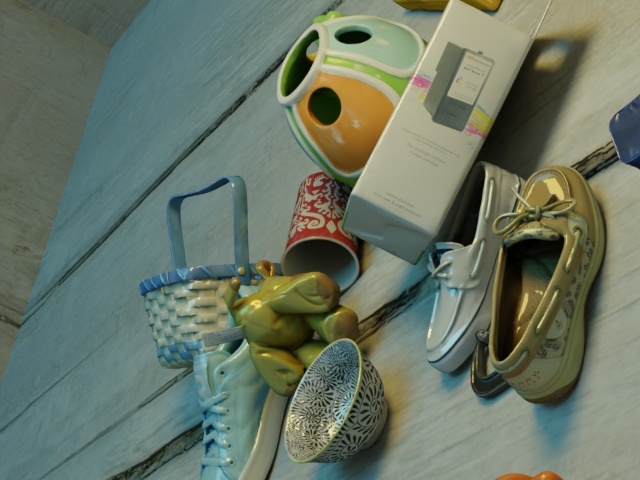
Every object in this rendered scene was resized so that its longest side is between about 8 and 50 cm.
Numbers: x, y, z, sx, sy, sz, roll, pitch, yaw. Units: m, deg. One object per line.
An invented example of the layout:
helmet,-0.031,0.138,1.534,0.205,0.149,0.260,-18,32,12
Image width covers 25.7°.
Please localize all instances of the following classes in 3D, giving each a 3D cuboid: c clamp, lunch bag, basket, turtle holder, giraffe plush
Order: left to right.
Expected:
basket,-0.176,0.055,2.215,0.255,0.201,0.289,-13,84,62
giraffe plush,-0.041,0.105,1.945,0.170,0.210,0.181,-55,-32,-71
turtle holder,0.068,-0.227,2.007,0.243,0.227,0.320,-34,36,51
c clamp,0.221,0.100,1.577,0.160,0.022,0.137,-45,33,34
lunch bag,0.355,-0.113,1.464,0.098,0.065,0.067,-42,45,39

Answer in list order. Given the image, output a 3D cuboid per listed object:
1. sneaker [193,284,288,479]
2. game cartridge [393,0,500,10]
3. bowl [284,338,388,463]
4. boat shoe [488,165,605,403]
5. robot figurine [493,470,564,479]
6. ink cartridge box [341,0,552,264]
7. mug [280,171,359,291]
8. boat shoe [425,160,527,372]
sneaker,-0.137,0.234,2.032,0.135,0.150,0.366,-26,42,57
game cartridge,0.244,-0.487,2.156,0.285,0.052,0.323,-63,23,-2
bowl,0.032,0.217,1.772,0.170,0.080,0.170,-47,27,32
boat shoe,0.236,0.029,1.499,0.104,0.089,0.285,-20,48,37
robot figurine,0.165,0.304,1.322,0.219,0.128,0.158,-45,49,35
ink cartridge box,0.159,-0.163,1.773,0.353,0.119,0.207,-62,-3,-12
mug,-0.006,-0.006,2.079,0.150,0.113,0.169,-43,26,34
boat shoe,0.169,0.029,1.680,0.095,0.084,0.258,-11,55,63
